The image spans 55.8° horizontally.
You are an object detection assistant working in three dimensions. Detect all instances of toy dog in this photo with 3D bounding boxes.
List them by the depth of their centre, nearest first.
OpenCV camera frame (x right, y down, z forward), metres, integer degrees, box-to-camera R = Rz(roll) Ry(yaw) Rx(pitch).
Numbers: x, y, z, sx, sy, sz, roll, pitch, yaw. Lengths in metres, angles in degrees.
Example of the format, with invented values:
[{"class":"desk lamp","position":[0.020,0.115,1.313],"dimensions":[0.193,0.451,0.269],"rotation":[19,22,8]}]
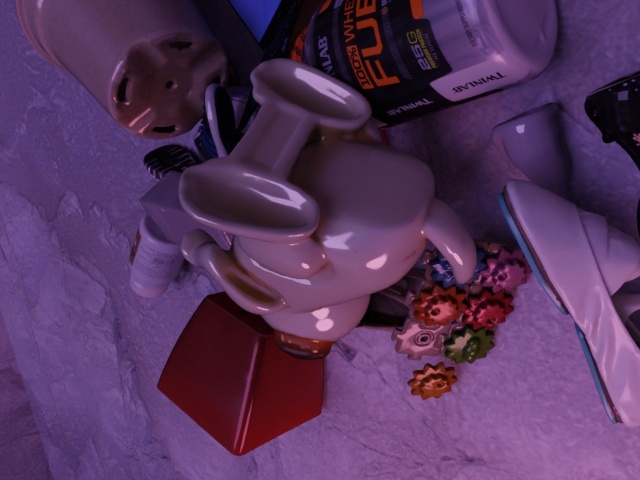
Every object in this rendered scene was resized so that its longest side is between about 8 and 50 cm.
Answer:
[{"class":"toy dog","position":[0.000,0.000,0.891],"dimensions":[0.396,0.284,0.407],"rotation":[15,147,0]}]

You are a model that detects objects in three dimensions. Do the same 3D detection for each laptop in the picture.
[{"class":"laptop","position":[-0.124,-0.359,0.993],"dimensions":[0.234,0.137,0.264],"rotation":[148,140,-66]}]

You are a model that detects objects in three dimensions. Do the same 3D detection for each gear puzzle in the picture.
[{"class":"gear puzzle","position":[0.209,0.144,0.961],"dimensions":[0.044,0.176,0.338],"rotation":[-101,21,-54]}]

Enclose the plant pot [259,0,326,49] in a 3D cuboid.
[{"class":"plant pot","position":[-0.045,-0.452,1.038],"dimensions":[0.236,0.032,0.236],"rotation":[20,120,38]}]

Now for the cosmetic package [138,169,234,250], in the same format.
[{"class":"cosmetic package","position":[-0.221,-0.048,1.170],"dimensions":[0.238,0.107,0.127],"rotation":[16,145,40]}]

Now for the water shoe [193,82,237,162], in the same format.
[{"class":"water shoe","position":[-0.199,-0.188,1.100],"dimensions":[0.080,0.073,0.203],"rotation":[9,132,17]}]

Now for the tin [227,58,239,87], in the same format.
[{"class":"tin","position":[-0.241,-0.321,1.277],"dimensions":[0.190,0.040,0.106],"rotation":[-12,94,46]}]

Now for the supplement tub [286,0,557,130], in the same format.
[{"class":"supplement tub","position":[0.123,-0.272,0.828],"dimensions":[0.338,0.207,0.207],"rotation":[-11,99,45]}]

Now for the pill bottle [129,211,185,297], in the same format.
[{"class":"pill bottle","position":[-0.408,0.038,1.520],"dimensions":[0.131,0.131,0.229],"rotation":[48,133,18]}]

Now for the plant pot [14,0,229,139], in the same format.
[{"class":"plant pot","position":[-0.329,-0.361,1.097],"dimensions":[0.305,0.334,0.333],"rotation":[51,135,28]}]

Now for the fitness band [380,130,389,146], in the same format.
[{"class":"fitness band","position":[0.038,-0.119,1.090],"dimensions":[0.209,0.054,0.290],"rotation":[-2,105,47]}]

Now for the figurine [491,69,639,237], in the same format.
[{"class":"figurine","position":[0.353,-0.085,0.780],"dimensions":[0.215,0.092,0.209],"rotation":[-14,101,47]}]

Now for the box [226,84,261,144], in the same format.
[{"class":"box","position":[-0.128,-0.149,1.205],"dimensions":[0.169,0.087,0.289],"rotation":[22,121,36]}]

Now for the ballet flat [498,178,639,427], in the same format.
[{"class":"ballet flat","position":[0.365,0.070,0.767],"dimensions":[0.139,0.139,0.400],"rotation":[-14,116,46]}]

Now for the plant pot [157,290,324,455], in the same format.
[{"class":"plant pot","position":[-0.147,0.242,1.282],"dimensions":[0.267,0.267,0.235],"rotation":[27,113,33]}]

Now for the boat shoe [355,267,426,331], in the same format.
[{"class":"boat shoe","position":[0.062,0.101,1.112],"dimensions":[0.341,0.110,0.121],"rotation":[-2,106,44]}]

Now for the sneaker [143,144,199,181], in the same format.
[{"class":"sneaker","position":[-0.306,-0.106,1.388],"dimensions":[0.281,0.106,0.162],"rotation":[35,146,42]}]
